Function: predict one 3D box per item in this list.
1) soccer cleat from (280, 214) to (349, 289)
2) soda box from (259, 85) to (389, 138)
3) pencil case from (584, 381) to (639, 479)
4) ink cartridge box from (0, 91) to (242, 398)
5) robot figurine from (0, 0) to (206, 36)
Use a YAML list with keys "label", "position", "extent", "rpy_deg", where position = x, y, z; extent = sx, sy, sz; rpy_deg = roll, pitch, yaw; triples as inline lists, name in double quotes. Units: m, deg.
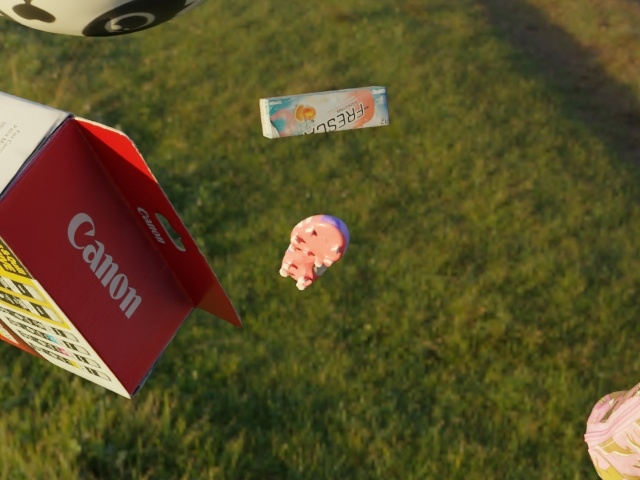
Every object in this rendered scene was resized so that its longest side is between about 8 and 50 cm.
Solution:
- label: "soccer cleat"
  position: [0.000, 0.000, 1.816]
  extent: [0.083, 0.248, 0.095]
  rpy_deg: [36, 67, 1]
- label: "soda box"
  position: [0.006, -0.190, 1.759]
  extent: [0.183, 0.058, 0.063]
  rpy_deg: [-8, 10, -12]
- label: "pencil case"
  position: [0.448, 0.221, 1.489]
  extent: [0.167, 0.386, 0.160]
  rpy_deg: [40, 74, 13]
- label: "ink cartridge box"
  position: [-0.255, 0.007, 1.147]
  extent: [0.272, 0.309, 0.130]
  rpy_deg: [18, 62, 32]
- label: "robot figurine"
  position: [-0.104, -0.213, 0.478]
  extent: [0.174, 0.278, 0.209]
  rpy_deg: [-25, 54, -20]
